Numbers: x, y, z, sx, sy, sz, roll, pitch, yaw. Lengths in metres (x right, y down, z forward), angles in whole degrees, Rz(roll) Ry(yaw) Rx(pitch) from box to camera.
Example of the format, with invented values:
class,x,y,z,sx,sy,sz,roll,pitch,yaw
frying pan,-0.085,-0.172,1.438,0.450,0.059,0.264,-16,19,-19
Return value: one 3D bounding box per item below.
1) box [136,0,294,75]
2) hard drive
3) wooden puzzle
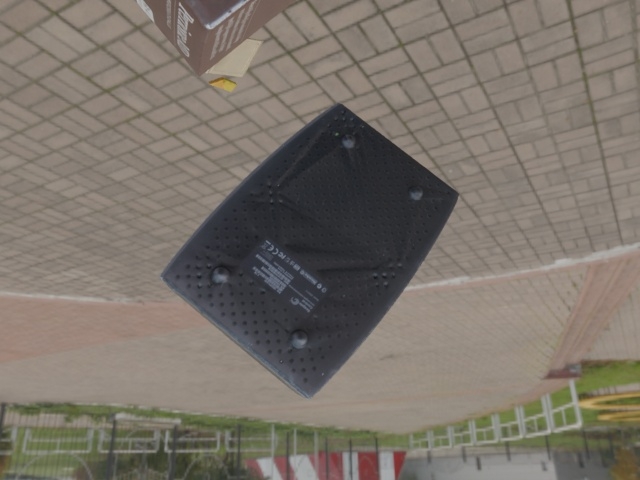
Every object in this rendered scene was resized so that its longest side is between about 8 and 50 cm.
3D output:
class,x,y,z,sx,sy,sz,roll,pitch,yaw
box,-0.096,-0.273,0.442,0.203,0.167,0.168,51,171,-13
hard drive,0.000,0.000,0.519,0.172,0.254,0.054,38,151,5
wooden puzzle,-0.123,-0.260,0.800,0.079,0.014,0.116,-9,150,-52
